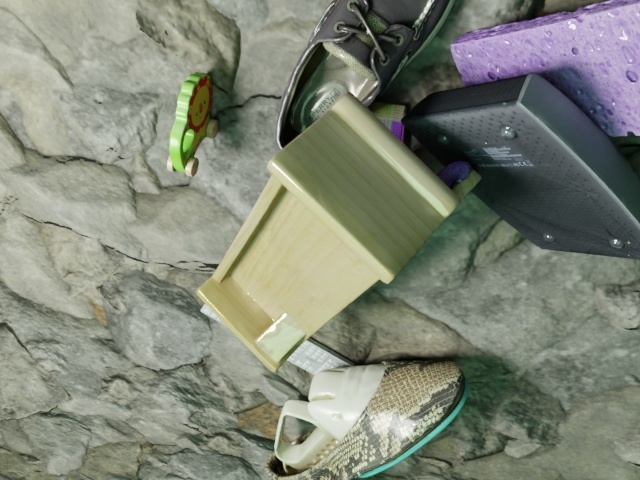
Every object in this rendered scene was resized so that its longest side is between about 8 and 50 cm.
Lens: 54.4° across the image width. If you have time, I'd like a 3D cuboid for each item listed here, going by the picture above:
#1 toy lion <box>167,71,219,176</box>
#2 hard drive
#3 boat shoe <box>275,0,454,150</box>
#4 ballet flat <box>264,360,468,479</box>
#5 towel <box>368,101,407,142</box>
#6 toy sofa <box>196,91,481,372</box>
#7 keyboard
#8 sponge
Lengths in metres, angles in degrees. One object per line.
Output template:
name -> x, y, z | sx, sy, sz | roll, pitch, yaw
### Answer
toy lion -> -0.148, -0.138, 0.715 | 0.034, 0.100, 0.096 | 16, 150, 7
hard drive -> 0.218, -0.066, 0.618 | 0.254, 0.054, 0.172 | 35, 167, -28
boat shoe -> 0.041, -0.190, 0.612 | 0.103, 0.092, 0.285 | 36, 128, -7
ballet flat -> 0.026, 0.301, 0.983 | 0.182, 0.164, 0.483 | 34, 134, 0
towel -> 0.067, -0.122, 0.717 | 0.060, 0.009, 0.083 | 10, 129, 11
toy sofa -> 0.000, 0.000, 0.698 | 0.150, 0.177, 0.362 | 44, 148, 2
keyboard -> -0.065, 0.156, 0.979 | 0.256, 0.014, 0.072 | 31, 130, -8
sponge -> 0.222, -0.148, 0.566 | 0.210, 0.031, 0.117 | 10, 138, 55
